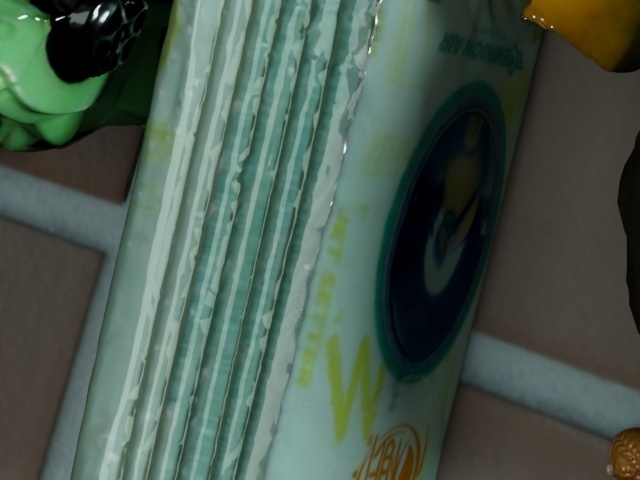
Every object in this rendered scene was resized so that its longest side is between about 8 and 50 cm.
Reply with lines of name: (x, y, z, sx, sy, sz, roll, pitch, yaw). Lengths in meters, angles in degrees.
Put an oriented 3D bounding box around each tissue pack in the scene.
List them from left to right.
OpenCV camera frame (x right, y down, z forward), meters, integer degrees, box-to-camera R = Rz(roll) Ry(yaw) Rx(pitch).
tissue pack: (0.000, 0.000, 1.243, 0.162, 0.287, 0.388, 16, 96, 26)

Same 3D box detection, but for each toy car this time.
toy car: (-0.182, -0.141, 1.260, 0.213, 0.358, 0.176, 30, 108, 15)

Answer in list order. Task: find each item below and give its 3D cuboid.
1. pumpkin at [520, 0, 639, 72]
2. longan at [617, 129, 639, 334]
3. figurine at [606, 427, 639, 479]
pumpkin: (0.131, -0.263, 1.120, 0.303, 0.256, 0.225, 33, 119, -10)
longan: (0.357, 0.001, 1.046, 0.404, 0.436, 0.404, 17, 112, 47)
figurine: (0.213, 0.180, 1.300, 0.064, 0.047, 0.109, 1, 99, -9)
